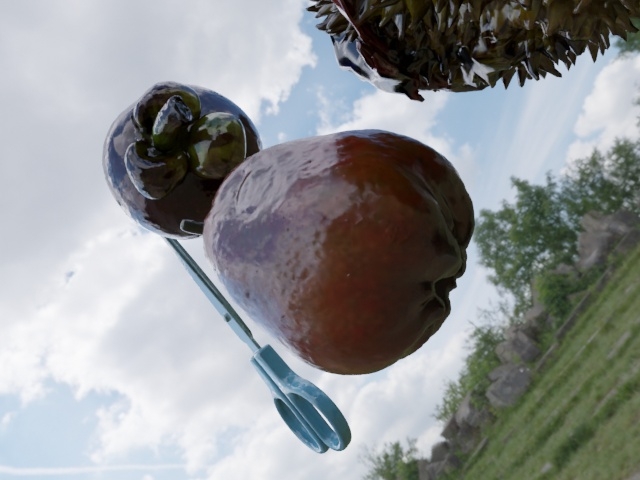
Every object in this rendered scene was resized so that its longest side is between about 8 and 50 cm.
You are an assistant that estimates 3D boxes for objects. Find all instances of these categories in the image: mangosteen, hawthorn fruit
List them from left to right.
[{"bbox_3d":[-0.174,-0.112,0.667,0.215,0.215,0.257,-38,2,-19],"label":"mangosteen"},{"bbox_3d":[0.000,0.000,0.463,0.224,0.260,0.224,12,-90,-74],"label":"hawthorn fruit"}]

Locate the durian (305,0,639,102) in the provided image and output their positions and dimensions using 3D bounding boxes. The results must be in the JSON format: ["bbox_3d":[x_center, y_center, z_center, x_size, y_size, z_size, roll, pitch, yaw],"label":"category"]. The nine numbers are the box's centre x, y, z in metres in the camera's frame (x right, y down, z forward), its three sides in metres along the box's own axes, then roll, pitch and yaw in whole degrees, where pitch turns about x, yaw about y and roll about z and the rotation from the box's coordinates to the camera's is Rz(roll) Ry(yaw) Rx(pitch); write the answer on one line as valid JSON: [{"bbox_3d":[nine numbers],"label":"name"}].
[{"bbox_3d":[0.100,-0.277,0.390,0.347,0.384,0.348,-32,-41,-34],"label":"durian"}]

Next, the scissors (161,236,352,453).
[{"bbox_3d":[-0.118,0.151,0.801,0.029,0.447,0.192,-37,-5,-31],"label":"scissors"}]
